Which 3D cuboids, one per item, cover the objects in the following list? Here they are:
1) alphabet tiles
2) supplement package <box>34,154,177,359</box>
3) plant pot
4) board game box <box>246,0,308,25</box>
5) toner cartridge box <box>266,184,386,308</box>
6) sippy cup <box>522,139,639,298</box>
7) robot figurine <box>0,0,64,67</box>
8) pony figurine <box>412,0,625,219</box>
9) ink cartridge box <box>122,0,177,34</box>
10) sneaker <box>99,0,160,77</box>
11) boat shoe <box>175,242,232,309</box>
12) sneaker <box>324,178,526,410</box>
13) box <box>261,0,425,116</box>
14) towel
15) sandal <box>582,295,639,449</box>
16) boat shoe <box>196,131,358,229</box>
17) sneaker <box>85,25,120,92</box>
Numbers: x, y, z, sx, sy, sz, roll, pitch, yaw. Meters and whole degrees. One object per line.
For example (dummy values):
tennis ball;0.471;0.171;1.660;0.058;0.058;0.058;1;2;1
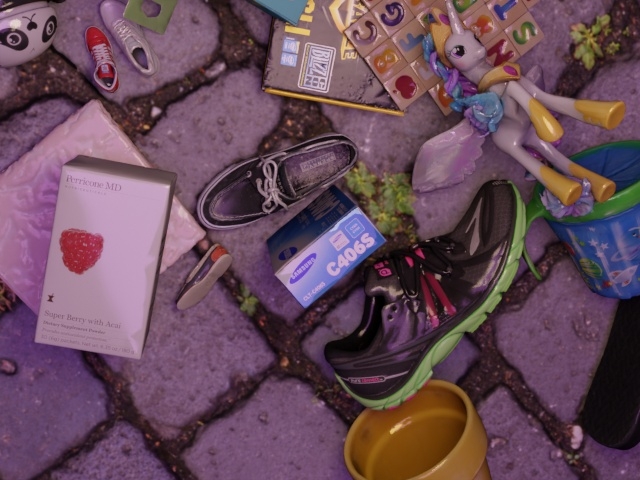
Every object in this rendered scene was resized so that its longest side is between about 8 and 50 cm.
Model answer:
alphabet tiles;0.221;-0.394;1.706;0.342;0.011;0.285;-39;106;-3
supplement package;-0.352;0.022;1.651;0.178;0.175;0.293;10;100;-6
plant pot;0.204;0.422;1.807;0.254;0.254;0.239;-32;117;0
board game box;-0.115;-0.516;1.522;0.336;0.079;0.253;21;98;-45
toner cartridge box;0.000;0.000;1.649;0.165;0.348;0.075;-41;100;1
sippy cup;0.525;-0.027;1.776;0.305;0.240;0.224;-7;118;38
robot figurine;-0.536;-0.418;1.610;0.209;0.173;0.278;-20;101;5
pony figurine;0.312;-0.191;1.623;0.303;0.363;0.351;-36;146;-14
ink cartridge box;-0.227;-0.454;1.638;0.056;0.171;0.235;23;96;13
sneaker;-0.324;-0.348;1.703;0.054;0.061;0.152;-34;100;2
boat shoe;-0.216;0.066;1.794;0.137;0.049;0.043;-49;59;6
sneaker;0.187;0.081;1.768;0.202;0.185;0.483;37;92;-13
box;0.047;-0.395;1.726;0.257;0.079;0.322;10;99;-6
towel;-0.419;-0.027;1.751;0.332;0.053;0.317;-39;102;2
sandal;0.629;0.182;1.864;0.107;0.167;0.445;13;107;-33
boat shoe;-0.074;-0.099;1.748;0.306;0.105;0.113;-19;101;-3
sneaker;-0.373;-0.309;1.700;0.042;0.067;0.118;-19;101;-3
